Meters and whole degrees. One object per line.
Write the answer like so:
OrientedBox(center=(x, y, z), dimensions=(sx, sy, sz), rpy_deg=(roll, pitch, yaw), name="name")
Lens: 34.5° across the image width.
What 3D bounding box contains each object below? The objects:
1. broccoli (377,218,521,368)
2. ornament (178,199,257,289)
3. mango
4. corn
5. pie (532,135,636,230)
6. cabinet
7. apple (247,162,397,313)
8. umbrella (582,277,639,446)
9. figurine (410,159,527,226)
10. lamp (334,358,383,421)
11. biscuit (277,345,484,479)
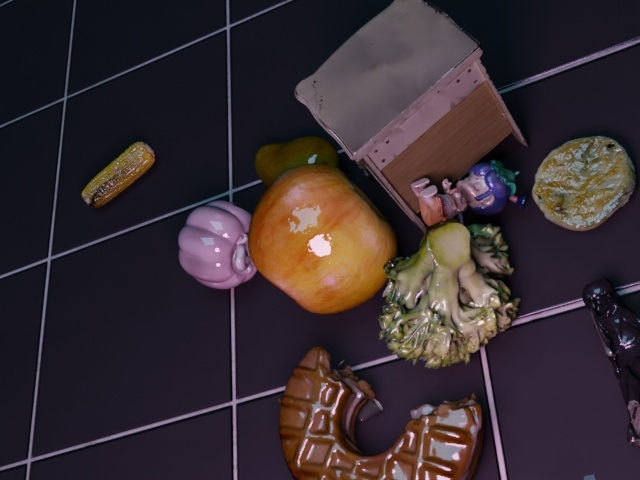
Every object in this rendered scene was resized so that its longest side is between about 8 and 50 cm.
OrientedBox(center=(0.224, 0.069, 1.725), dimensions=(0.248, 0.245, 0.288), rpy_deg=(6, 61, 1), name="broccoli")
OrientedBox(center=(-0.192, 0.011, 2.061), dimensions=(0.178, 0.177, 0.177), rpy_deg=(-15, 55, 23), name="ornament")
OrientedBox(center=(-0.052, -0.154, 2.127), dimensions=(0.227, 0.099, 0.136), rpy_deg=(10, 72, 44), name="mango")
OrientedBox(center=(-0.471, -0.151, 2.397), dimensions=(0.203, 0.072, 0.072), rpy_deg=(-39, 49, 7), name="corn")
OrientedBox(center=(0.464, -0.100, 1.813), dimensions=(0.187, 0.041, 0.186), rpy_deg=(-15, 56, 23), name="pie")
OrientedBox(center=(0.175, -0.229, 1.889), dimensions=(0.290, 0.318, 0.227), rpy_deg=(-42, 51, 3), name="cabinet")
OrientedBox(center=(0.000, 0.000, 1.889), dimensions=(0.233, 0.286, 0.286), rpy_deg=(-43, 49, 6), name="apple")
OrientedBox(center=(0.479, 0.203, 1.578), dimensions=(0.106, 0.113, 0.357), rpy_deg=(-11, 47, -7), name="umbrella")
OrientedBox(center=(0.264, -0.084, 1.841), dimensions=(0.195, 0.102, 0.111), rpy_deg=(-19, 33, -7), name="figurine")
OrientedBox(center=(0.060, 0.275, 1.835), dimensions=(0.054, 0.041, 0.121), rpy_deg=(-44, 52, 12), name="lamp")
OrientedBox(center=(0.082, 0.340, 1.706), dimensions=(0.366, 0.115, 0.268), rpy_deg=(12, 77, 31), name="biscuit")
